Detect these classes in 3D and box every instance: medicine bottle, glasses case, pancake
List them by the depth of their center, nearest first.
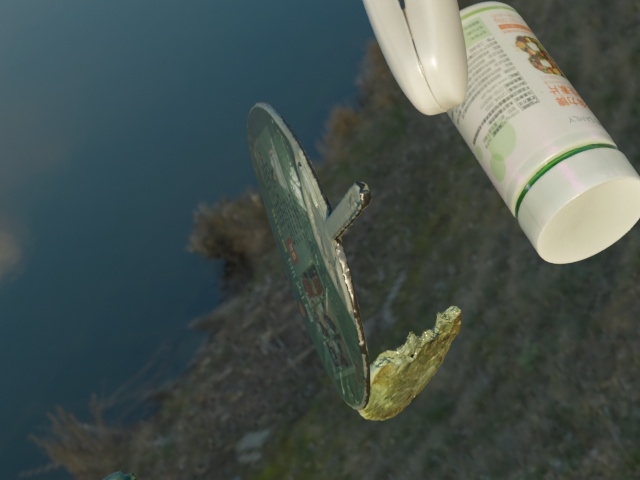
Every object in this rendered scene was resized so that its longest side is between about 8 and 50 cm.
[{"bbox_3d":[0.041,-0.166,0.758,0.049,0.197,0.076,-17,-5,14],"label":"glasses case"},{"bbox_3d":[0.145,-0.079,0.953,0.086,0.086,0.183,-32,57,5],"label":"medicine bottle"},{"bbox_3d":[0.082,0.118,1.255,0.129,0.116,0.022,-23,54,-41],"label":"pancake"}]

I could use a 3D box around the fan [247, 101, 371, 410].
[{"bbox_3d":[0.004,0.026,0.915,0.012,0.223,0.294,-17,22,-12],"label":"fan"}]

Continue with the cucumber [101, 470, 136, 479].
[{"bbox_3d":[-0.146,0.189,0.853,0.105,0.048,0.048,-54,33,-5],"label":"cucumber"}]
